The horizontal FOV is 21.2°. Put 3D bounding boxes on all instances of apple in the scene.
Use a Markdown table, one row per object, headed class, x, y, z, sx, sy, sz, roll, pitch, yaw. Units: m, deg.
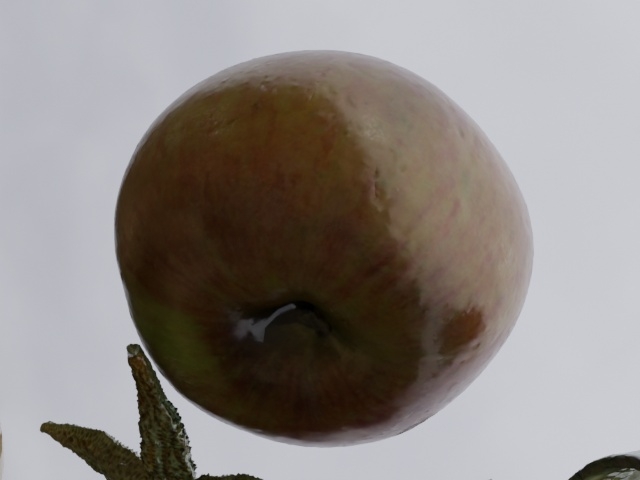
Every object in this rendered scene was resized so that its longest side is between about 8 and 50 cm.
| class | x | y | z | sx | sy | sz | roll | pitch | yaw |
| --- | --- | --- | --- | --- | --- | --- | --- | --- | --- |
| apple | 0.000 | 0.000 | 1.656 | 0.334 | 0.400 | 0.400 | -74 | 175 | -54 |

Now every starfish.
| class | x | y | z | sx | sy | sz | roll | pitch | yaw |
| --- | --- | --- | --- | --- | --- | --- | --- | --- | --- |
| starfish | -0.131 | 0.258 | 1.708 | 0.347 | 0.078 | 0.358 | 30 | -35 | 0 |

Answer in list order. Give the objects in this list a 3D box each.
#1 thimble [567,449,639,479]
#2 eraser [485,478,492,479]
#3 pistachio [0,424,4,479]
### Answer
| class | x | y | z | sx | sy | sz | roll | pitch | yaw |
| --- | --- | --- | --- | --- | --- | --- | --- | --- | --- |
| thimble | 0.332 | 0.310 | 1.500 | 0.271 | 0.150 | 0.271 | 9 | -79 | 58 |
| eraser | 0.200 | 0.379 | 2.223 | 0.045 | 0.097 | 0.122 | -26 | -106 | 42 |
| pistachio | -0.422 | 0.236 | 1.640 | 0.238 | 0.229 | 0.321 | -103 | -158 | -76 |
